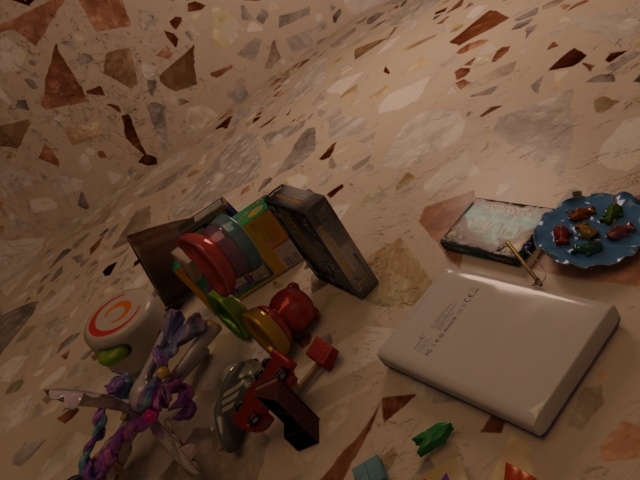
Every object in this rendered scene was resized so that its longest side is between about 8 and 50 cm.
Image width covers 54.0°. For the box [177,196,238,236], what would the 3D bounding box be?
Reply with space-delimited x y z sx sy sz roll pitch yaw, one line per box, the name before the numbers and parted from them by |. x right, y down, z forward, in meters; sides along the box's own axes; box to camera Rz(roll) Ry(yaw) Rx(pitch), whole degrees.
box | -0.232 -0.003 1.570 0.136 0.225 0.037 -33 49 9

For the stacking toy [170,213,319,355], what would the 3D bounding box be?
stacking toy | -0.159 0.080 1.306 0.130 0.309 0.279 -40 17 -22

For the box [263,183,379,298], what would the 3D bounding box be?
box | 0.000 0.000 1.276 0.056 0.231 0.183 -42 29 -15

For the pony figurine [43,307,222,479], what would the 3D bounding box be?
pony figurine | -0.332 0.309 1.211 0.364 0.302 0.351 -60 4 -30

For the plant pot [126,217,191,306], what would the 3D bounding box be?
plant pot | -0.372 0.031 1.714 0.230 0.216 0.215 -29 26 -17

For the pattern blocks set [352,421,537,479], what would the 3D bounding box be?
pattern blocks set | 0.145 0.373 0.774 0.285 0.026 0.325 -28 30 16

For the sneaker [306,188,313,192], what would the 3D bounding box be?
sneaker | -0.068 -0.096 1.676 0.135 0.058 0.052 -29 29 16

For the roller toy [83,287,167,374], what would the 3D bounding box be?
roller toy | -0.466 0.227 1.558 0.209 0.146 0.191 -42 37 -21

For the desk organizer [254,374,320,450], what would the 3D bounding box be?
desk organizer | -0.053 0.283 1.024 0.047 0.130 0.050 -27 32 17

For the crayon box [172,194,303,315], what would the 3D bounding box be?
crayon box | -0.193 0.038 1.506 0.278 0.165 0.081 -32 29 9

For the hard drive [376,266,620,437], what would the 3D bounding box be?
hard drive | 0.256 0.150 0.963 0.210 0.040 0.318 -47 30 -18

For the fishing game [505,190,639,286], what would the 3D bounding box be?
fishing game | 0.432 -0.029 1.001 0.264 0.041 0.189 -23 31 10

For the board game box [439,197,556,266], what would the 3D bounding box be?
board game box | 0.323 -0.019 1.153 0.126 0.026 0.186 -47 30 -18

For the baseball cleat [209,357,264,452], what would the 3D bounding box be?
baseball cleat | -0.144 0.294 1.174 0.109 0.072 0.206 -24 34 10

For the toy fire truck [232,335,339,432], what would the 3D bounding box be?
toy fire truck | -0.059 0.252 1.105 0.047 0.135 0.192 29 86 38

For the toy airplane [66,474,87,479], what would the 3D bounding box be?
toy airplane | -0.273 0.528 0.805 0.385 0.385 0.273 -95 18 -48
